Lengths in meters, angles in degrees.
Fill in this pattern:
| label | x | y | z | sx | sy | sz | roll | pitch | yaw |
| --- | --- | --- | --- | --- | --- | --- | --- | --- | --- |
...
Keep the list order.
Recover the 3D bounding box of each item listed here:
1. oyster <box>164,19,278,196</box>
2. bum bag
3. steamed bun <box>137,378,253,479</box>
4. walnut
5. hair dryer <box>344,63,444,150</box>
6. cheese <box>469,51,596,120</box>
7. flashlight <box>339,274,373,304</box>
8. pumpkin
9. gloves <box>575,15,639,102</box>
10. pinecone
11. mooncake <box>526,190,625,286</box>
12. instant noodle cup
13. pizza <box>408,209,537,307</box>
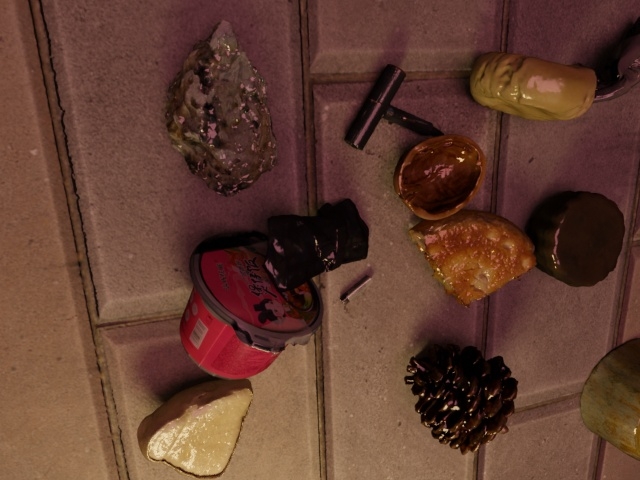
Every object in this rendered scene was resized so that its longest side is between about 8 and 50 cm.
| label | x | y | z | sx | sy | sz | roll | pitch | yaw |
| --- | --- | --- | --- | --- | --- | --- | --- | --- | --- |
| oyster | -0.176 | -0.220 | 0.835 | 0.198 | 0.112 | 0.268 | -30 | 109 | -8 |
| bum bag | 0.000 | 0.000 | 0.923 | 0.310 | 0.074 | 0.137 | -18 | 94 | -50 |
| steamed bun | -0.262 | 0.369 | 0.973 | 0.212 | 0.110 | 0.231 | 18 | 96 | -39 |
| walnut | 0.240 | -0.134 | 1.005 | 0.211 | 0.087 | 0.167 | -20 | 104 | -14 |
| hair dryer | 0.165 | -0.231 | 0.981 | 0.194 | 0.050 | 0.173 | 29 | 97 | -26 |
| cheese | 0.420 | -0.307 | 0.951 | 0.225 | 0.214 | 0.117 | 4 | 108 | -26 |
| flashlight | 0.080 | 0.111 | 1.060 | 0.083 | 0.018 | 0.018 | -38 | 113 | -5 |
| pumpkin | 0.944 | 0.465 | 1.348 | 0.332 | 0.199 | 0.333 | -4 | 103 | -18 |
| gloves | 0.665 | -0.393 | 1.052 | 0.285 | 0.142 | 0.119 | -37 | 85 | -4 |
| pinecone | 0.328 | 0.349 | 1.097 | 0.243 | 0.243 | 0.257 | -37 | 108 | -5 |
| mooncake | 0.606 | -0.008 | 1.144 | 0.228 | 0.124 | 0.228 | -3 | 101 | -15 |
| instant noodle cup | -0.148 | 0.137 | 0.882 | 0.258 | 0.302 | 0.182 | 28 | 118 | -12 |
| pizza | 0.340 | 0.041 | 1.090 | 0.335 | 0.086 | 0.226 | 8 | 107 | -18 |
